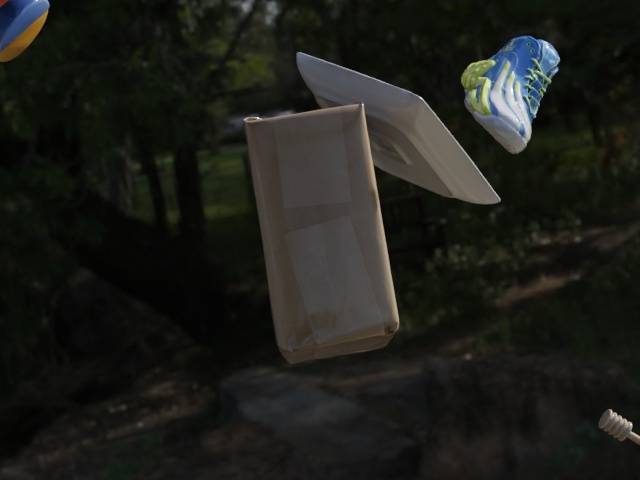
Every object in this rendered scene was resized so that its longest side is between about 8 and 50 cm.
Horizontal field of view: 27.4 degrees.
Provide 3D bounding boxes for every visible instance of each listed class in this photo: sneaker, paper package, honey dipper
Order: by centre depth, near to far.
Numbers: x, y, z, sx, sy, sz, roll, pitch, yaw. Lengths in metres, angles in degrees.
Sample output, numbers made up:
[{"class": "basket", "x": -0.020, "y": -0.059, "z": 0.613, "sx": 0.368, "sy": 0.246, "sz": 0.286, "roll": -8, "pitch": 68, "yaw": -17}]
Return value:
[{"class": "sneaker", "x": 0.250, "y": -0.203, "z": 1.681, "sx": 0.126, "sy": 0.091, "sz": 0.240, "roll": -43, "pitch": 23, "yaw": 15}, {"class": "honey dipper", "x": 0.454, "y": 0.284, "z": 1.790, "sx": 0.161, "sy": 0.030, "sz": 0.030, "roll": 32, "pitch": -1, "yaw": -3}, {"class": "paper package", "x": 0.000, "y": 0.000, "z": 1.861, "sx": 0.168, "sy": 0.324, "sz": 0.309, "roll": -9, "pitch": -9, "yaw": -2}]

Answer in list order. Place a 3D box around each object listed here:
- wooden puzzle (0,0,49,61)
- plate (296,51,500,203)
[{"class": "wooden puzzle", "x": -0.312, "y": -0.340, "z": 1.500, "sx": 0.322, "sy": 0.080, "sz": 0.348, "roll": -50, "pitch": -1, "yaw": -29}, {"class": "plate", "x": 0.106, "y": -0.156, "z": 1.961, "sx": 0.277, "sy": 0.045, "sz": 0.278, "roll": 28, "pitch": -13, "yaw": 44}]
